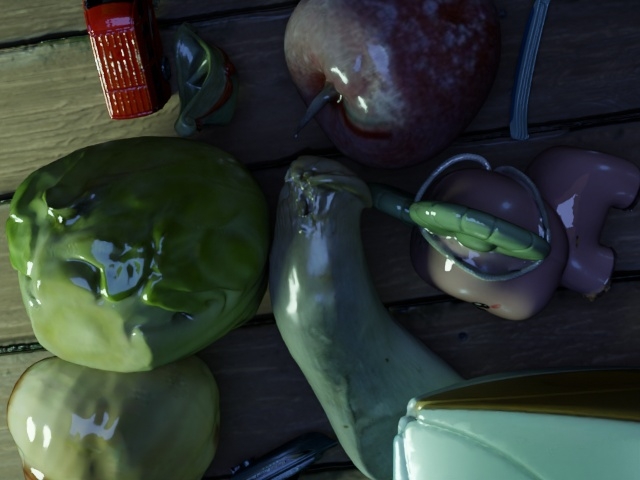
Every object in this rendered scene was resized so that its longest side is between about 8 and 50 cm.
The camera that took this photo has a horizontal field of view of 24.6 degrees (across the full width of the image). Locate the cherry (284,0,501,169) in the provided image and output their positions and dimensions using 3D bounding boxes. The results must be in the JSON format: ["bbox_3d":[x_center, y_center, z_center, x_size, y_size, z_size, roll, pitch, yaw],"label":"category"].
[{"bbox_3d":[0.073,-0.202,1.687,0.285,0.213,0.236,-39,106,-16],"label":"cherry"}]

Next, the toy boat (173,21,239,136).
[{"bbox_3d":[-0.141,-0.187,1.764,0.071,0.185,0.089,21,133,-27],"label":"toy boat"}]

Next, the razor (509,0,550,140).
[{"bbox_3d":[0.252,-0.215,1.749,0.068,0.037,0.191,7,100,-34],"label":"razor"}]

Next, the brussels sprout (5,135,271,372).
[{"bbox_3d":[-0.195,0.006,1.689,0.328,0.328,0.247,-7,120,8],"label":"brussels sprout"}]

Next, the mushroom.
[{"bbox_3d":[0.037,0.086,1.674,0.177,0.126,0.397,-29,117,3],"label":"mushroom"}]

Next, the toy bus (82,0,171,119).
[{"bbox_3d":[-0.239,-0.247,1.765,0.081,0.089,0.195,-7,113,8],"label":"toy bus"}]

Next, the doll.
[{"bbox_3d":[0.198,-0.027,1.663,0.268,0.284,0.216,17,91,-22],"label":"doll"}]

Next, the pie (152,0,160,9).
[{"bbox_3d":[-0.228,-0.424,1.788,0.129,0.068,0.282,-20,96,12],"label":"pie"}]

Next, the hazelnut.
[{"bbox_3d":[-0.243,0.220,1.753,0.261,0.241,0.261,-2,119,-3],"label":"hazelnut"}]

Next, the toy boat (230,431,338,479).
[{"bbox_3d":[-0.041,0.275,1.798,0.141,0.055,0.060,-29,81,7],"label":"toy boat"}]

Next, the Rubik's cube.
[{"bbox_3d":[0.303,0.319,1.561,0.347,0.352,0.351,-1,95,34],"label":"Rubik's cube"}]
